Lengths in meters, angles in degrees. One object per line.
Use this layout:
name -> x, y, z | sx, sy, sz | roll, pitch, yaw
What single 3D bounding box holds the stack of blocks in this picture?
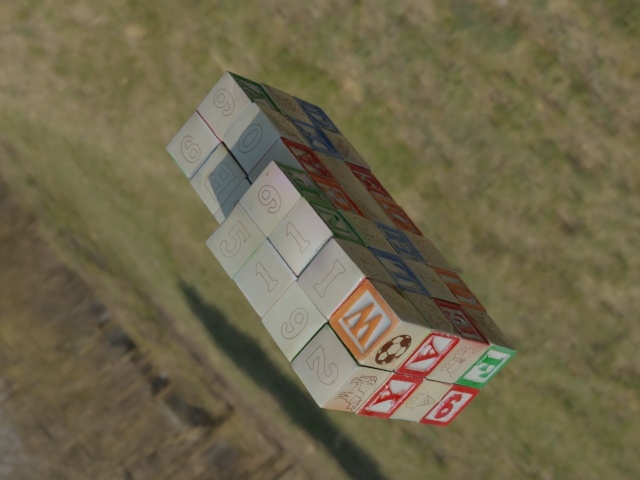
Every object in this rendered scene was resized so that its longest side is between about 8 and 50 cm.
stack of blocks -> 0.000, 0.000, 1.146 | 0.171, 0.087, 0.297 | 17, -150, -52
